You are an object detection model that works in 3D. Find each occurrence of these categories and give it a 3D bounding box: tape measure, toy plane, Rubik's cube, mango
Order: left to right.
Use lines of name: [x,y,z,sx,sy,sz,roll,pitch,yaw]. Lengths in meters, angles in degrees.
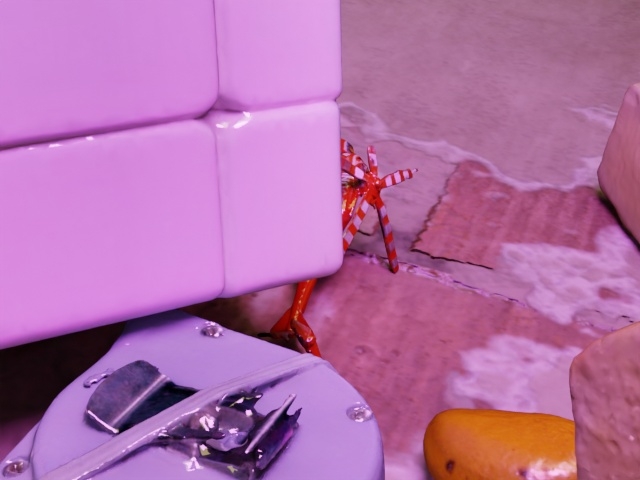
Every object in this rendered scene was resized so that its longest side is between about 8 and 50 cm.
Rubik's cube: [-0.197,-0.135,0.667,0.318,0.316,0.322,-12,21,-28]
tape measure: [-0.057,0.119,0.568,0.181,0.107,0.182,11,30,17]
toy plane: [0.004,0.005,0.795,0.077,0.126,0.194,-11,61,30]
mango: [0.110,0.126,0.636,0.114,0.057,0.079,21,43,25]

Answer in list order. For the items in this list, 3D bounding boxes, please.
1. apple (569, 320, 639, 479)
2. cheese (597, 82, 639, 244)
apple: [0.266,0.154,0.442,0.309,0.314,0.252,6,63,54]
cheese: [0.386,-0.027,0.867,0.265,0.124,0.242,-1,38,-16]
